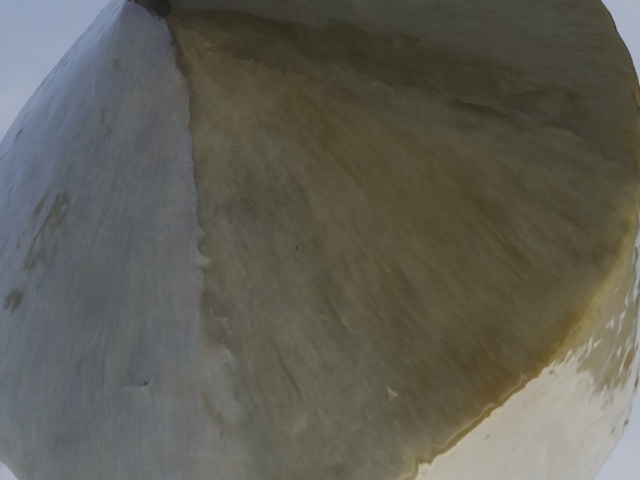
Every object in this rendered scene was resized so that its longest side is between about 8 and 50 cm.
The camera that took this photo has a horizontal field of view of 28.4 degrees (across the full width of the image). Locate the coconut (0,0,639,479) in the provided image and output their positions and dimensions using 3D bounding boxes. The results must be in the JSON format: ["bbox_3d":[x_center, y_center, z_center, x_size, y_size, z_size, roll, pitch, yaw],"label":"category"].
[{"bbox_3d":[0.000,0.000,0.537,0.329,0.329,0.328,24,-144,-19],"label":"coconut"}]
